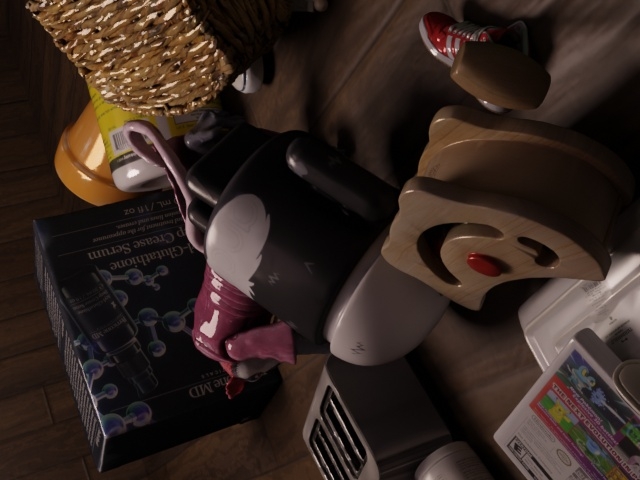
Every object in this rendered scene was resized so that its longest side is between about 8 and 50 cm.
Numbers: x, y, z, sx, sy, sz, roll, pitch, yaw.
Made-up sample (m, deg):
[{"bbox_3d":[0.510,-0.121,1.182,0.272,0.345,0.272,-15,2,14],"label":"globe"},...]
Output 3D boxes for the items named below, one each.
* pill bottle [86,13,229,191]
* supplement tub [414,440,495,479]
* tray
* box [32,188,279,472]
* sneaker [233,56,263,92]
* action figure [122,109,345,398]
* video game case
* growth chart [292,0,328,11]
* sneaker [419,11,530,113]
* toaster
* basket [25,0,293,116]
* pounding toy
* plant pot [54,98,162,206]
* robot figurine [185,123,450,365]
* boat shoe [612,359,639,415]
[{"bbox_3d":[-0.258,-0.254,1.341,0.188,0.188,0.334,-18,87,66],"label":"pill bottle"},{"bbox_3d":[0.151,0.266,0.902,0.107,0.071,0.071,56,150,38],"label":"supplement tub"},{"bbox_3d":[0.230,0.062,0.660,0.145,0.030,0.270,66,155,22],"label":"tray"},{"bbox_3d":[-0.292,0.142,1.519,0.395,0.294,0.212,65,155,20],"label":"box"},{"bbox_3d":[-0.159,-0.291,1.219,0.258,0.091,0.094,59,152,32],"label":"sneaker"},{"bbox_3d":[-0.093,0.047,1.089,0.248,0.276,0.370,39,124,44],"label":"action figure"},{"bbox_3d":[0.234,0.189,0.687,0.201,0.023,0.183,51,150,23],"label":"video game case"},{"bbox_3d":[-0.048,-0.341,1.038,0.237,0.021,0.172,20,121,61],"label":"growth chart"},{"bbox_3d":[0.128,-0.166,0.730,0.118,0.042,0.067,53,153,26],"label":"sneaker"},{"bbox_3d":[0.065,0.222,1.014,0.185,0.110,0.168,59,153,30],"label":"toaster"},{"bbox_3d":[-0.161,-0.296,1.076,0.299,0.223,0.213,-5,132,48],"label":"basket"},{"bbox_3d":[0.153,-0.053,0.677,0.154,0.155,0.269,23,160,5],"label":"pounding toy"},{"bbox_3d":[-0.357,-0.191,1.611,0.205,0.205,0.188,60,137,30],"label":"plant pot"},{"bbox_3d":[0.001,0.000,0.879,0.278,0.209,0.173,34,99,15],"label":"robot figurine"},{"bbox_3d":[0.253,0.125,0.597,0.125,0.046,0.038,28,153,26],"label":"boat shoe"}]
